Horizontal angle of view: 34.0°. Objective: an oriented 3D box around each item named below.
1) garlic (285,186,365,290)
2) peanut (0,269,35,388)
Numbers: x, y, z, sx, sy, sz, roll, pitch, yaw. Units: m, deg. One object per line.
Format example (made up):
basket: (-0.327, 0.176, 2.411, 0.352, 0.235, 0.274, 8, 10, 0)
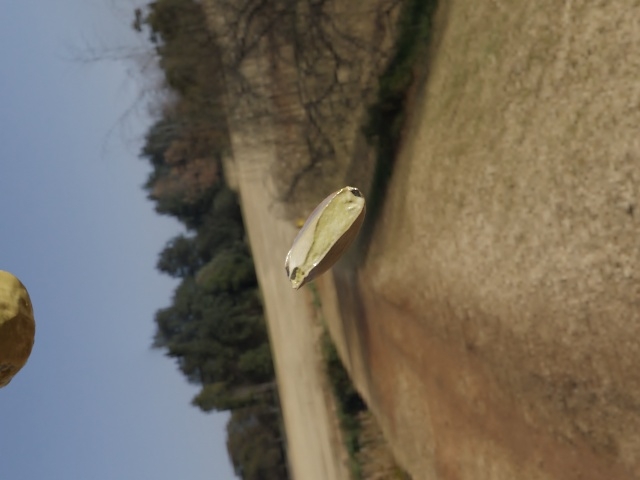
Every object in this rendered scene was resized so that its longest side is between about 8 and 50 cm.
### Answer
garlic: (0.006, -0.006, 1.772, 0.087, 0.196, 0.101, 38, -179, 4)
peanut: (-0.468, 0.143, 1.082, 0.169, 0.387, 0.192, -14, 102, 53)
